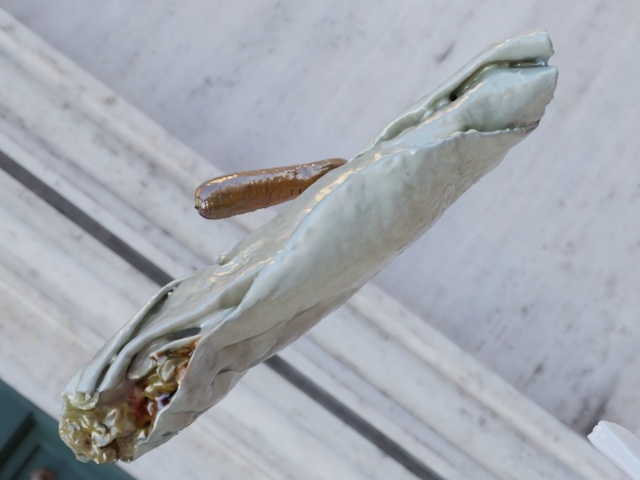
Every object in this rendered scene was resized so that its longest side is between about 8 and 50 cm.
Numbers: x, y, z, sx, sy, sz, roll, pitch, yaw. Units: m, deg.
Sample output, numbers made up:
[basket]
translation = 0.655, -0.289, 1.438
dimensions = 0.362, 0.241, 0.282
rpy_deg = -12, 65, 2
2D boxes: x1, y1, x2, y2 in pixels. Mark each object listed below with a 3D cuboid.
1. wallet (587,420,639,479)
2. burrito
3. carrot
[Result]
[wallet]
translation = 0.374, 0.269, 1.498
dimensions = 0.033, 0.190, 0.095
rpy_deg = -51, -34, 9
[burrito]
translation = 0.000, 0.000, 0.834
dimensions = 0.392, 0.076, 0.117
rpy_deg = -39, -7, -13
[carrot]
translation = -0.049, -0.073, 1.769
dimensions = 0.248, 0.059, 0.059
rpy_deg = -13, -17, -21
